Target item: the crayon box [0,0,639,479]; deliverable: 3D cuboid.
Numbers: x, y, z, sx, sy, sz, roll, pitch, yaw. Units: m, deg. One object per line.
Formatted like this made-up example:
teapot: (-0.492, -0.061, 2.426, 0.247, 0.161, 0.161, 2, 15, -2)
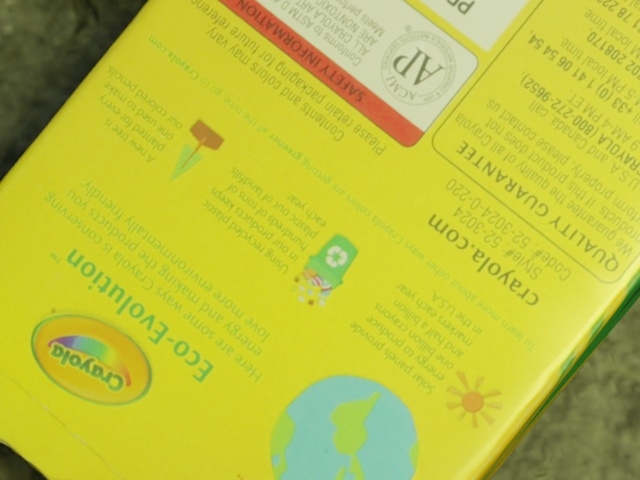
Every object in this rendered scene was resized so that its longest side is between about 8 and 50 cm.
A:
crayon box: (0.000, 0.000, 0.640, 0.202, 0.081, 0.318, 40, 90, 12)
